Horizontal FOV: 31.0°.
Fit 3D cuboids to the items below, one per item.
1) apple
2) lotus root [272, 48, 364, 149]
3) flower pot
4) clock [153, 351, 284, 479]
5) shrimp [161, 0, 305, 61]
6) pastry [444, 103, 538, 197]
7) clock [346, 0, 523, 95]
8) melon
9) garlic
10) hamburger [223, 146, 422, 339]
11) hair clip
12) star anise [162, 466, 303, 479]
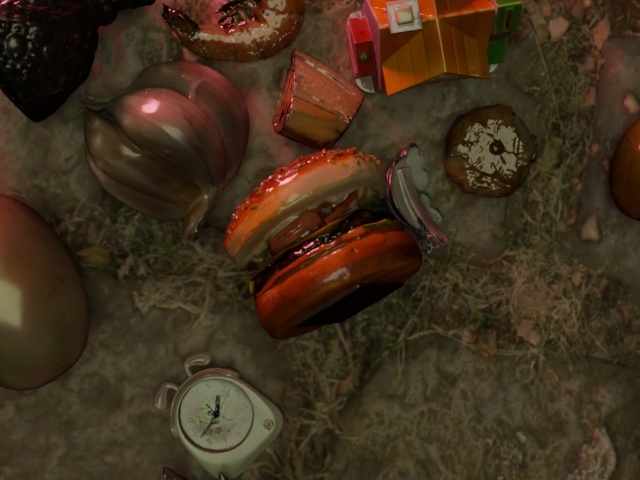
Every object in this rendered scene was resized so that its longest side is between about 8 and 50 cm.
[{"bbox_3d":[0.547,-0.112,1.783,0.196,0.196,0.196,0,92,-1],"label":"apple"},{"bbox_3d":[-0.014,-0.204,1.820,0.135,0.095,0.159,26,51,-7],"label":"lotus root"},{"bbox_3d":[-0.405,-0.353,1.724,0.267,0.266,0.266,-40,93,-10],"label":"flower pot"},{"bbox_3d":[-0.165,0.274,1.844,0.191,0.062,0.151,45,91,-2],"label":"clock"},{"bbox_3d":[-0.155,-0.417,1.815,0.222,0.054,0.290,-20,101,-1],"label":"shrimp"},{"bbox_3d":[0.267,-0.139,1.828,0.153,0.081,0.153,1,99,7],"label":"pastry"},{"bbox_3d":[0.165,-0.305,1.703,0.235,0.309,0.166,-10,92,-1],"label":"clock"},{"bbox_3d":[-0.479,0.074,1.748,0.223,0.223,0.317,-32,92,0],"label":"melon"},{"bbox_3d":[-0.238,-0.155,1.803,0.237,0.210,0.292,-36,98,34],"label":"garlic"},{"bbox_3d":[0.000,0.000,1.730,0.291,0.291,0.225,-29,74,0],"label":"hamburger"},{"bbox_3d":[0.151,-0.064,1.817,0.049,0.116,0.172,-24,89,35],"label":"hair clip"},{"bbox_3d":[-0.124,0.495,1.832,0.350,0.109,0.292,2,115,10],"label":"star anise"}]
